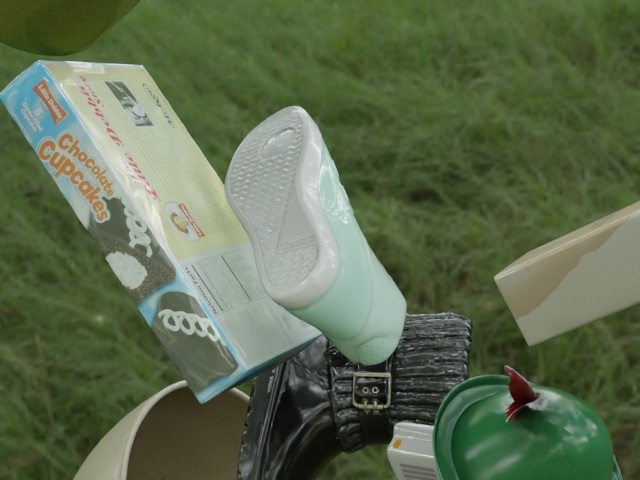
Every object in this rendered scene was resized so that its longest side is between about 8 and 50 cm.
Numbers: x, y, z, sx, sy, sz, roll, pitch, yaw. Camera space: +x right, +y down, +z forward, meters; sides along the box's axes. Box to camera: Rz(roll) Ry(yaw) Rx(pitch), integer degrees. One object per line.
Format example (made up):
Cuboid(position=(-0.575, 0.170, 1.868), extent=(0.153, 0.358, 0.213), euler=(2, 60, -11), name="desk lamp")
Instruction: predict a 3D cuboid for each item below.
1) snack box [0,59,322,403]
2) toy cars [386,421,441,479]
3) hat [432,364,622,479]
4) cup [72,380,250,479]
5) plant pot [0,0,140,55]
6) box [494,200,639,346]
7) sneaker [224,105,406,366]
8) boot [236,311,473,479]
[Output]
Cuboid(position=(-0.137, -0.018, 1.179), extent=(0.060, 0.322, 0.187), euler=(-37, -8, 20), name="snack box")
Cuboid(position=(0.128, 0.309, 1.241), extent=(0.176, 0.394, 0.087), euler=(28, 62, 20), name="toy cars")
Cuboid(position=(0.195, 0.129, 0.985), extent=(0.173, 0.184, 0.208), euler=(29, 39, 1), name="hat")
Cuboid(position=(-0.204, 0.367, 1.675), extent=(0.237, 0.331, 0.331), euler=(-24, 10, 35), name="cup")
Cuboid(position=(-0.201, -0.304, 1.083), extent=(0.274, 0.293, 0.275), euler=(17, 43, -16), name="plant pot")
Cuboid(position=(0.424, 0.030, 1.876), extent=(0.311, 0.121, 0.148), euler=(-28, 0, 35), name="box")
Cuboid(position=(0.000, 0.001, 1.135), extent=(0.094, 0.151, 0.256), euler=(-31, 39, 16), name="sneaker")
Cuboid(position=(0.039, 0.238, 1.544), extent=(0.260, 0.348, 0.131), euler=(11, -5, 1), name="boot")
